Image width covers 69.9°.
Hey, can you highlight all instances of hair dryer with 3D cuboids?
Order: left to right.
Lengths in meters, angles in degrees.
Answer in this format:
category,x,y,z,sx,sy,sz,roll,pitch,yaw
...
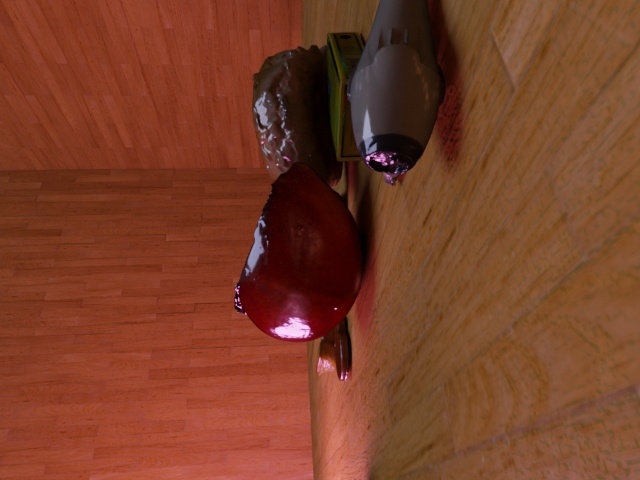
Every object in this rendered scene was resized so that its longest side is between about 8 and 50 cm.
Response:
category,x,y,z,sx,sy,sz,roll,pitch,yaw
hair dryer,0.083,-0.173,0.479,0.225,0.088,0.219,-16,-68,-80

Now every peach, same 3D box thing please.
category,x,y,z,sx,sy,sz,roll,pitch,yaw
peach,-0.013,0.037,0.851,0.258,0.201,0.362,-52,-20,-53

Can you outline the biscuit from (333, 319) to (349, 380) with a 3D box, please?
category,x,y,z,sx,sy,sz,roll,pitch,yaw
biscuit,0.051,0.247,1.100,0.124,0.026,0.175,97,170,-53

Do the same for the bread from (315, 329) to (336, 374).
category,x,y,z,sx,sy,sz,roll,pitch,yaw
bread,0.026,0.290,1.256,0.188,0.065,0.150,91,-174,-56

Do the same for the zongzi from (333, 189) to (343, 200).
category,x,y,z,sx,sy,sz,roll,pitch,yaw
zongzi,0.038,-0.063,1.087,0.119,0.055,0.109,0,-105,-77

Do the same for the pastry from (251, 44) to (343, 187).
category,x,y,z,sx,sy,sz,roll,pitch,yaw
pastry,-0.044,-0.245,0.958,0.329,0.136,0.330,-3,-90,-71

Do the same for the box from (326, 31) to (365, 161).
category,x,y,z,sx,sy,sz,roll,pitch,yaw
box,0.048,-0.254,0.793,0.220,0.064,0.141,-94,3,-47
